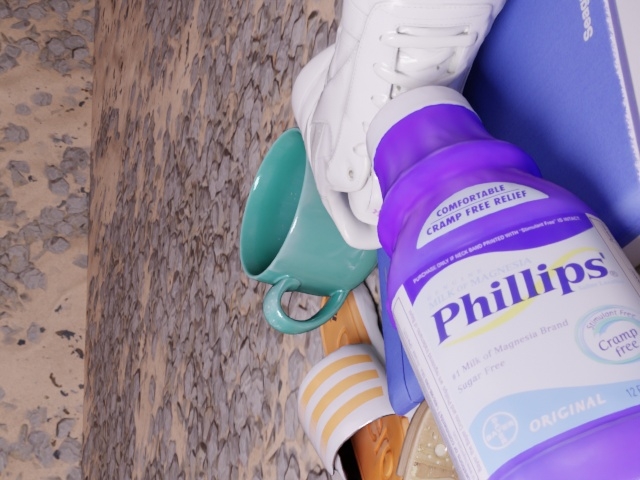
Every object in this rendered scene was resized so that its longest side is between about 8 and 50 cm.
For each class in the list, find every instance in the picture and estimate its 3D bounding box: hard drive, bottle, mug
[{"bbox_3d":[0.117,-0.036,0.742,0.318,0.040,0.210,128,144,-56],"label":"hard drive"},{"bbox_3d":[0.094,0.030,0.570,0.092,0.118,0.283,70,180,-47],"label":"bottle"},{"bbox_3d":[-0.001,-0.006,0.957,0.157,0.097,0.129,-71,23,8],"label":"mug"}]

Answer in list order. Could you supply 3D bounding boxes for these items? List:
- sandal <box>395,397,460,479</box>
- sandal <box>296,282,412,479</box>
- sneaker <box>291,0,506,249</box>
[{"bbox_3d":[0.077,0.209,0.700,0.079,0.088,0.240,159,121,-75],"label":"sandal"},{"bbox_3d":[0.013,0.120,0.924,0.265,0.076,0.102,-112,35,-54],"label":"sandal"},{"bbox_3d":[0.062,-0.100,0.719,0.305,0.114,0.152,114,150,-62],"label":"sneaker"}]
